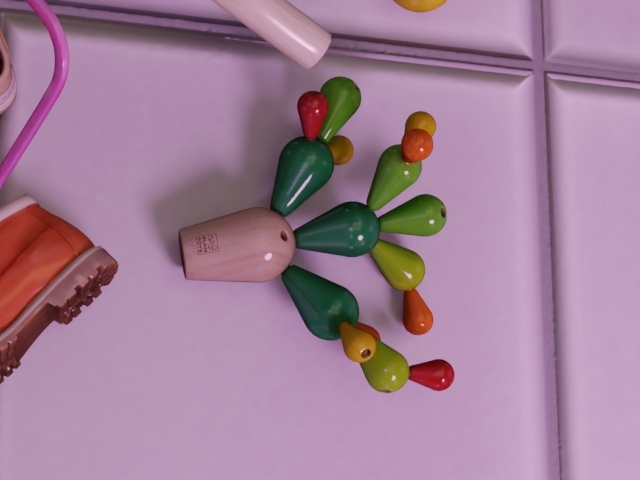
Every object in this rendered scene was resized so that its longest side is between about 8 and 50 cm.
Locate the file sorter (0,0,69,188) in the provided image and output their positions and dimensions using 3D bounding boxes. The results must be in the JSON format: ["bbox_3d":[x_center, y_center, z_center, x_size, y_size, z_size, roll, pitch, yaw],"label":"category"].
[{"bbox_3d":[-0.305,-0.076,0.695,0.202,0.182,0.291,48,37,11],"label":"file sorter"}]

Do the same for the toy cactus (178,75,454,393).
[{"bbox_3d":[0.000,0.000,0.913,0.181,0.112,0.218,-8,88,-10],"label":"toy cactus"}]

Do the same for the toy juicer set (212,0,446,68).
[{"bbox_3d":[-0.004,-0.227,0.970,0.329,0.089,0.209,-45,106,-30],"label":"toy juicer set"}]

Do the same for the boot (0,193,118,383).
[{"bbox_3d":[-0.210,0.040,0.855,0.085,0.059,0.158,43,66,7],"label":"boot"}]

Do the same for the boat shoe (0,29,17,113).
[{"bbox_3d":[-0.245,-0.159,0.882,0.063,0.059,0.170,-36,90,-22],"label":"boat shoe"}]
